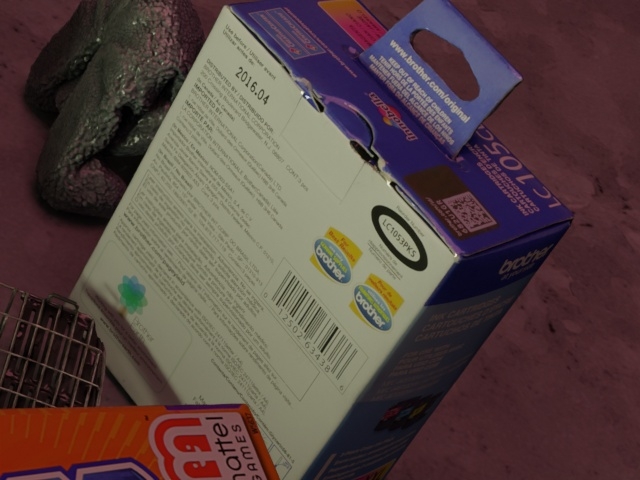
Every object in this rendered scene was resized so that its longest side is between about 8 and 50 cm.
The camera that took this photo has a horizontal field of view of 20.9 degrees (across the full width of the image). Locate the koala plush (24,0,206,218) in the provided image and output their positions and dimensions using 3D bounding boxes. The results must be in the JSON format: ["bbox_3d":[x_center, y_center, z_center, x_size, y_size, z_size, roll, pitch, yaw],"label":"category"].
[{"bbox_3d":[-0.119,-0.118,1.553,0.221,0.203,0.196,23,36,-32],"label":"koala plush"}]

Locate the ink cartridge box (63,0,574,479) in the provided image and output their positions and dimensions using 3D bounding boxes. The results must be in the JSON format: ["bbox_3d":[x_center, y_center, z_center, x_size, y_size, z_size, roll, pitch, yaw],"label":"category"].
[{"bbox_3d":[0.000,0.000,1.301,0.151,0.395,0.270,-17,58,-46],"label":"ink cartridge box"}]

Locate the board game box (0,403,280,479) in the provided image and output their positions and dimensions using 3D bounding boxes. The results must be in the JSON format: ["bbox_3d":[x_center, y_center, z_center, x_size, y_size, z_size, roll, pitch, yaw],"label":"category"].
[{"bbox_3d":[-0.194,0.325,0.803,0.356,0.356,0.356,2,47,-35],"label":"board game box"}]

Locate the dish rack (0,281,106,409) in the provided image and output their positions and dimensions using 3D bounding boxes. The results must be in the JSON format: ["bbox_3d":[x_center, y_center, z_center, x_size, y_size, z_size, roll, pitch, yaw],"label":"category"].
[{"bbox_3d":[-0.294,0.089,1.256,0.271,0.074,0.208,21,38,-11],"label":"dish rack"}]
